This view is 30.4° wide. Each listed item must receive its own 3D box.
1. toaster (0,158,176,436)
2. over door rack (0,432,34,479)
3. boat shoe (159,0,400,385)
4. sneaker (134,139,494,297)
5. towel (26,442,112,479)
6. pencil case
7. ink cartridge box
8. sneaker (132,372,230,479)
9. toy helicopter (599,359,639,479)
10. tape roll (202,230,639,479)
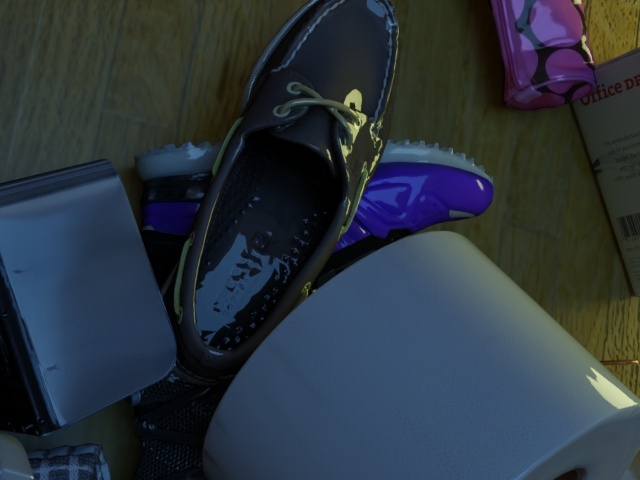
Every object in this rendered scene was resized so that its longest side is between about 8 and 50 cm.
[{"bbox_3d":[-0.192,0.035,0.807,0.110,0.168,0.186,-20,92,-28],"label":"toaster"},{"bbox_3d":[-0.328,0.052,0.643,0.239,0.324,0.108,27,97,-38],"label":"over door rack"},{"bbox_3d":[-0.019,-0.050,0.832,0.116,0.096,0.324,29,74,-9],"label":"boat shoe"},{"bbox_3d":[-0.001,0.000,0.938,0.293,0.102,0.146,-1,83,-17],"label":"sneaker"},{"bbox_3d":[-0.232,0.285,0.745,0.235,0.121,0.284,-9,87,-6],"label":"towel"},{"bbox_3d":[0.183,-0.221,1.056,0.098,0.095,0.209,-10,86,-56],"label":"pencil case"},{"bbox_3d":[0.331,-0.071,1.062,0.092,0.160,0.220,-18,91,-27],"label":"ink cartridge box"},{"bbox_3d":[-0.116,0.163,0.872,0.130,0.087,0.227,39,87,12],"label":"sneaker"},{"bbox_3d":[0.114,0.175,0.950,0.355,0.140,0.235,18,82,-8],"label":"toy helicopter"},{"bbox_3d":[0.068,0.137,0.767,0.246,0.246,0.169,-29,59,-25],"label":"tape roll"}]
